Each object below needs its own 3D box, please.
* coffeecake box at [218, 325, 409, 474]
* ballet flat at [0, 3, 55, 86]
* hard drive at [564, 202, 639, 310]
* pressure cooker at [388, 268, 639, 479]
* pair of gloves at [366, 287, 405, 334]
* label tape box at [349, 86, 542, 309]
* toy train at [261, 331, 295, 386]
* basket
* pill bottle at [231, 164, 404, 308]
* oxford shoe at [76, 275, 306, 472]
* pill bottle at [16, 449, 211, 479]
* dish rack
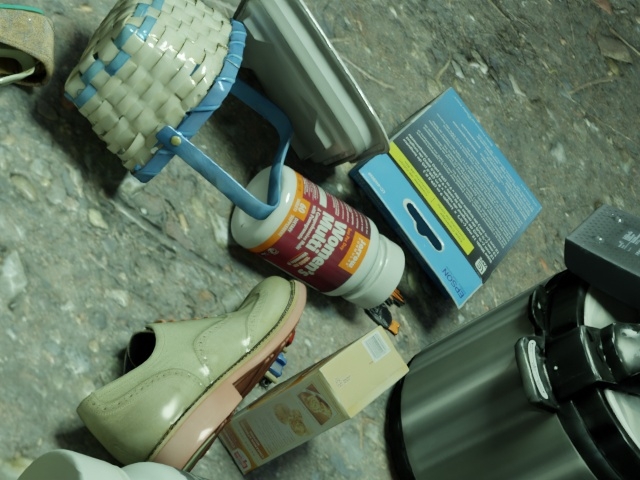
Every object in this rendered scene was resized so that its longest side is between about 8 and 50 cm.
[{"bbox_3d":[-0.010,0.187,1.568,0.068,0.185,0.142,58,36,1],"label":"coffeecake box"},{"bbox_3d":[-0.419,-0.220,1.492,0.316,0.108,0.106,-2,78,-48],"label":"ballet flat"},{"bbox_3d":[0.432,0.045,1.640,0.255,0.054,0.172,27,29,19],"label":"hard drive"},{"bbox_3d":[0.342,0.224,1.741,0.375,0.420,0.370,51,35,-7],"label":"pressure cooker"},{"bbox_3d":[0.090,0.088,1.903,0.074,0.010,0.083,41,42,-22],"label":"pair of gloves"},{"bbox_3d":[0.173,-0.054,2.021,0.249,0.115,0.348,52,39,-5],"label":"label tape box"},{"bbox_3d":[-0.048,0.123,1.699,0.027,0.036,0.158,40,40,-21],"label":"toy train"},{"bbox_3d":[-0.156,-0.172,1.650,0.289,0.201,0.254,35,26,-15],"label":"basket"},{"bbox_3d":[0.000,0.000,1.775,0.221,0.121,0.121,31,43,-29],"label":"pill bottle"},{"bbox_3d":[-0.132,0.123,1.527,0.146,0.140,0.397,36,29,3],"label":"oxford shoe"},{"bbox_3d":[-0.128,0.335,1.309,0.361,0.204,0.204,27,45,-34],"label":"pill bottle"},{"bbox_3d":[-0.034,-0.213,1.803,0.285,0.072,0.333,56,-7,-5],"label":"dish rack"}]
